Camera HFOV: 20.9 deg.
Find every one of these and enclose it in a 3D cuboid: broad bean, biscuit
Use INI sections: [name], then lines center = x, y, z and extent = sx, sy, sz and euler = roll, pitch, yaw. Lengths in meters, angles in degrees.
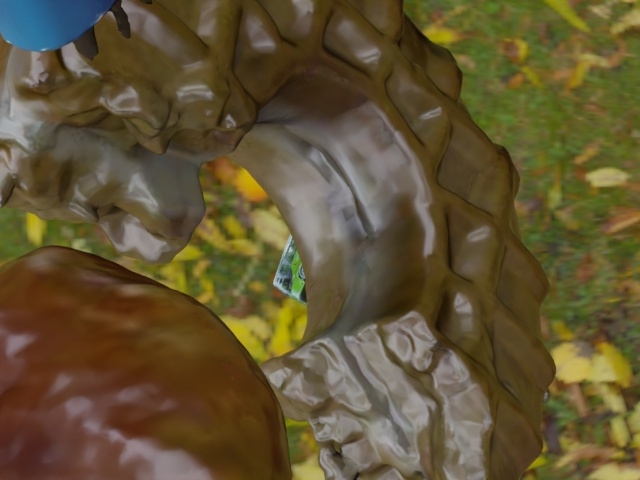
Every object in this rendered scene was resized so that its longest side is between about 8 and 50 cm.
[broad bean]
center = -0.057, 0.098, 0.492
extent = 0.156, 0.122, 0.228
euler = -54, 41, 16
[biscuit]
center = -0.007, -0.033, 0.890
extent = 0.115, 0.366, 0.268
euler = -24, 35, 35

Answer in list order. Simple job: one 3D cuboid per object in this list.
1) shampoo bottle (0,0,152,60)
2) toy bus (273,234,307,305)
[shampoo bottle]
center = -0.094, -0.127, 0.565
extent = 0.050, 0.183, 0.087
euler = 13, 65, 15
[toy bus]
center = 0.000, 0.000, 1.098
extent = 0.037, 0.031, 0.083
euler = 15, 82, 44
